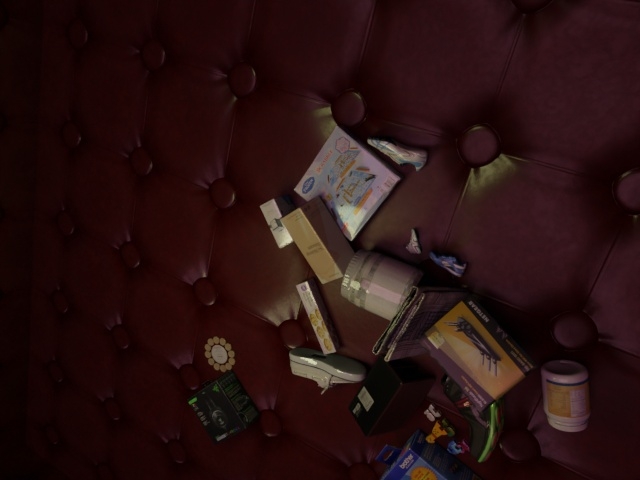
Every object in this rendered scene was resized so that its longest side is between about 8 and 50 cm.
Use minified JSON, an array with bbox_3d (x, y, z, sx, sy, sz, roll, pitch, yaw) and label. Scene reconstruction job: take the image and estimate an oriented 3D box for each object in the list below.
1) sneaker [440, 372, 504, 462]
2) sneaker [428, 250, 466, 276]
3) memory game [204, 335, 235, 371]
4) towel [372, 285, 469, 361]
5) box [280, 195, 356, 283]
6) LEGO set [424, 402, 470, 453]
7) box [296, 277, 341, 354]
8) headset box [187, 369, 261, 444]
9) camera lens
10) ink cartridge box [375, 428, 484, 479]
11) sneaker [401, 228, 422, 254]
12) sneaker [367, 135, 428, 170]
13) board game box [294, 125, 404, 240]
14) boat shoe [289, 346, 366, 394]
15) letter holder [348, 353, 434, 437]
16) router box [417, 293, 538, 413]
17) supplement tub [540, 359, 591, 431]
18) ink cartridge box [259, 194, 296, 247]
[{"bbox_3d":[0.552,0.554,1.726,0.202,0.185,0.483,-7,88,32],"label":"sneaker"},{"bbox_3d":[0.464,0.073,1.717,0.144,0.053,0.059,31,114,8],"label":"sneaker"},{"bbox_3d":[-0.495,0.559,2.320,0.186,0.012,0.186,6,104,26],"label":"memory game"},{"bbox_3d":[0.365,0.296,1.677,0.056,0.324,0.312,50,121,42],"label":"towel"},{"bbox_3d":[0.000,0.000,1.844,0.148,0.121,0.311,-28,97,49],"label":"box"},{"bbox_3d":[0.474,0.766,1.848,0.227,0.087,0.093,49,117,10],"label":"LEGO set"},{"bbox_3d":[-0.007,0.321,1.997,0.067,0.063,0.324,-21,92,27],"label":"box"},{"bbox_3d":[-0.477,0.803,2.299,0.246,0.131,0.283,-36,84,27],"label":"headset box"},{"bbox_3d":[0.241,0.171,1.753,0.274,0.219,0.219,22,110,21],"label":"camera lens"},{"bbox_3d":[0.415,0.960,1.889,0.395,0.151,0.270,36,115,16],"label":"ink cartridge box"},{"bbox_3d":[0.336,0.007,1.771,0.069,0.038,0.098,-12,96,27],"label":"sneaker"},{"bbox_3d":[0.271,-0.320,1.707,0.237,0.085,0.086,27,119,22],"label":"sneaker"},{"bbox_3d":[0.103,-0.219,1.819,0.318,0.066,0.319,43,117,11],"label":"board game box"},{"bbox_3d":[0.025,0.573,1.999,0.367,0.136,0.156,6,104,28],"label":"boat shoe"},{"bbox_3d":[0.287,0.612,1.887,0.152,0.214,0.302,51,124,44],"label":"letter holder"},{"bbox_3d":[0.520,0.372,1.583,0.243,0.081,0.309,-44,70,9],"label":"router box"},{"bbox_3d":[0.824,0.519,1.586,0.144,0.144,0.200,-4,100,27],"label":"supplement tub"},{"bbox_3d":[-0.148,-0.079,1.933,0.082,0.139,0.191,-27,90,27],"label":"ink cartridge box"}]
